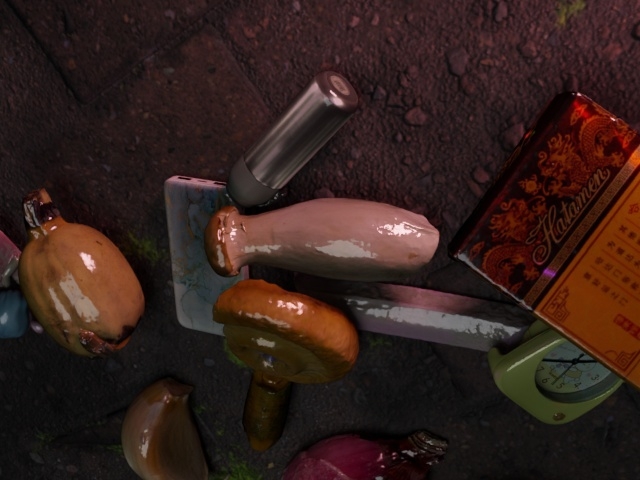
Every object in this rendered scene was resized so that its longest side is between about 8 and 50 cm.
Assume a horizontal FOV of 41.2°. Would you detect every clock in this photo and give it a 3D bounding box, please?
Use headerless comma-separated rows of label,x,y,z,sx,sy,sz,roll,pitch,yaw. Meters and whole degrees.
clock,0.372,0.160,1.226,0.232,0.069,0.170,-41,119,21

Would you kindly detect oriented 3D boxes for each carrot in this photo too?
carrot,-0.095,0.293,1.502,0.082,0.082,0.173,18,124,13

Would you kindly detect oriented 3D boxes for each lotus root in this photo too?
lotus root,-0.427,0.057,1.465,0.183,0.183,0.310,-23,103,30

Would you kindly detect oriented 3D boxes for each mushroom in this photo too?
mushroom,0.000,0.000,1.268,0.350,0.128,0.128,-1,116,6

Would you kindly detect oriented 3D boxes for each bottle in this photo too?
bottle,-0.042,-0.140,1.263,0.096,0.079,0.254,32,125,-24

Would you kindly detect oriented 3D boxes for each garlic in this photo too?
garlic,-0.286,0.383,1.611,0.164,0.145,0.245,-20,112,-4

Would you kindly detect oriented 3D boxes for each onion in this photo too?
onion,0.072,0.461,1.476,0.267,0.159,0.348,38,124,-3

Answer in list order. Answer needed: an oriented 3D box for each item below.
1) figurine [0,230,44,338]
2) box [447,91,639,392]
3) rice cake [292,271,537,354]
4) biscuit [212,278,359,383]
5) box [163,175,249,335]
figurine,-0.618,0.065,1.585,0.205,0.103,0.260,-11,101,24
box,0.400,0.030,1.089,0.415,0.116,0.264,35,97,2
rice cake,0.137,0.116,1.327,0.399,0.064,0.070,8,125,18
biscuit,-0.047,0.158,1.335,0.213,0.091,0.274,7,150,21
box,-0.187,0.032,1.430,0.142,0.044,0.285,10,118,22
